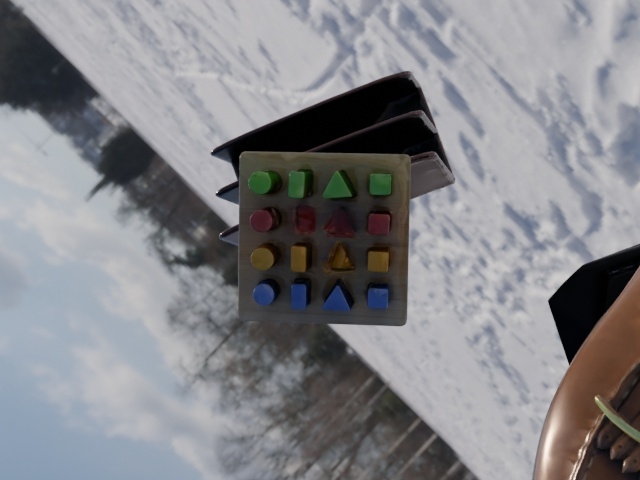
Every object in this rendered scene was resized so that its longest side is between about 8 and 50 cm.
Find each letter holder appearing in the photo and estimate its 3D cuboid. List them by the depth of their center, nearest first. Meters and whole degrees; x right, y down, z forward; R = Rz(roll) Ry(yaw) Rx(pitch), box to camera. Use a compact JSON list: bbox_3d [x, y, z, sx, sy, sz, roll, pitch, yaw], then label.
[{"bbox_3d":[0.005,-0.108,1.345,0.214,0.301,0.152,19,-128,-75],"label":"letter holder"}]

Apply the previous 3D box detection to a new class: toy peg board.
[{"bbox_3d":[0.000,0.000,0.910,0.161,0.161,0.079,2,-176,6],"label":"toy peg board"}]

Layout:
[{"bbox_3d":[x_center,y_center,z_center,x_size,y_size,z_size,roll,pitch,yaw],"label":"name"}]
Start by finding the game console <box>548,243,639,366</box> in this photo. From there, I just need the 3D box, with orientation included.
[{"bbox_3d":[0.320,0.163,0.721,0.044,0.213,0.362,-3,-106,-74],"label":"game console"}]

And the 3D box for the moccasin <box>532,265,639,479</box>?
[{"bbox_3d":[0.239,0.070,0.544,0.139,0.380,0.147,39,171,-11],"label":"moccasin"}]
